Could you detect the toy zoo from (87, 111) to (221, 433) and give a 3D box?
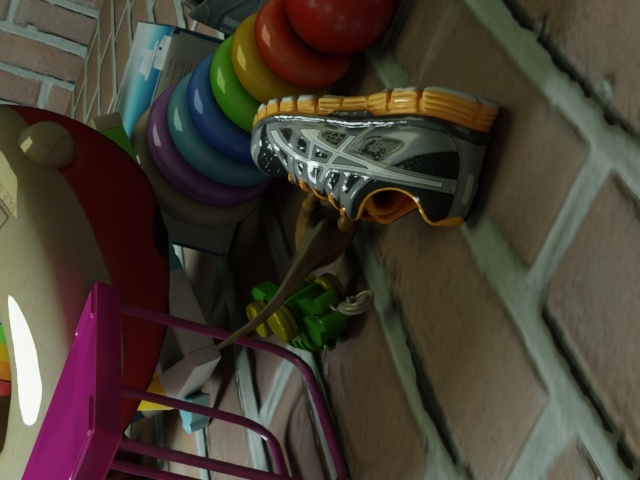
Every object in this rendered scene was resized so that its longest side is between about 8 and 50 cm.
[{"bbox_3d":[-0.177,0.047,1.205,0.192,0.030,0.293,-37,75,59],"label":"toy zoo"}]

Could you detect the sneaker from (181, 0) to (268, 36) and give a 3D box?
[{"bbox_3d":[-0.104,-0.330,1.406,0.086,0.132,0.229,133,148,-55],"label":"sneaker"}]

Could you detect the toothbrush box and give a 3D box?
[{"bbox_3d":[-0.157,-0.122,1.396,0.295,0.126,0.216,-148,74,-71],"label":"toothbrush box"}]

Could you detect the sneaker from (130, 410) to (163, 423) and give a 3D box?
[{"bbox_3d":[-0.287,0.049,1.370,0.131,0.148,0.350,77,169,-65],"label":"sneaker"}]

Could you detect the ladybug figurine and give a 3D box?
[{"bbox_3d":[-0.243,0.050,1.119,0.305,0.162,0.449,57,147,22],"label":"ladybug figurine"}]

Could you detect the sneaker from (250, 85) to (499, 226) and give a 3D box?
[{"bbox_3d":[0.023,-0.051,0.821,0.215,0.084,0.083,1,86,53],"label":"sneaker"}]

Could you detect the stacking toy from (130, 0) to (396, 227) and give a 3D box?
[{"bbox_3d":[-0.047,-0.140,1.092,0.330,0.141,0.141,-43,35,51],"label":"stacking toy"}]

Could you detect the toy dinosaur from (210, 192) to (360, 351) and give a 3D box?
[{"bbox_3d":[0.000,0.000,0.920,0.112,0.064,0.211,-65,-4,30],"label":"toy dinosaur"}]

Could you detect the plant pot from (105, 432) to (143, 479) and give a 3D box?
[{"bbox_3d":[-0.339,0.319,1.381,0.265,0.272,0.272,-60,21,13],"label":"plant pot"}]

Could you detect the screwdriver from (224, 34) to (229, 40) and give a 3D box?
[{"bbox_3d":[-0.096,-0.304,1.556,0.025,0.024,0.170,-19,44,33],"label":"screwdriver"}]

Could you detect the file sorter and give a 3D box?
[{"bbox_3d":[-0.124,0.220,0.911,0.202,0.182,0.291,-111,42,-64],"label":"file sorter"}]

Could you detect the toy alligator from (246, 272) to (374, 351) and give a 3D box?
[{"bbox_3d":[-0.002,0.059,0.915,0.051,0.056,0.189,64,158,-13],"label":"toy alligator"}]
